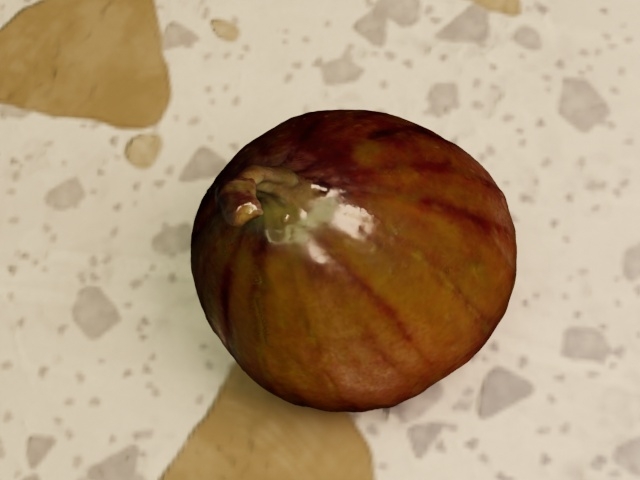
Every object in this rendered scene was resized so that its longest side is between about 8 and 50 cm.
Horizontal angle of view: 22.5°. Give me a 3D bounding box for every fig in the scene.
[{"bbox_3d":[-0.002,-0.001,0.786,0.149,0.202,0.148,-26,43,40],"label":"fig"}]
